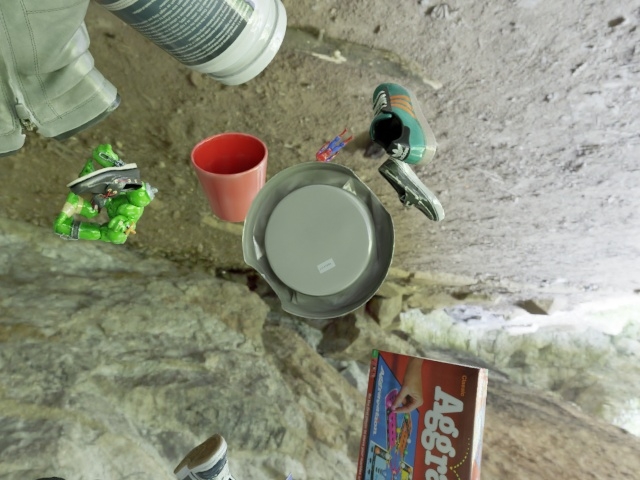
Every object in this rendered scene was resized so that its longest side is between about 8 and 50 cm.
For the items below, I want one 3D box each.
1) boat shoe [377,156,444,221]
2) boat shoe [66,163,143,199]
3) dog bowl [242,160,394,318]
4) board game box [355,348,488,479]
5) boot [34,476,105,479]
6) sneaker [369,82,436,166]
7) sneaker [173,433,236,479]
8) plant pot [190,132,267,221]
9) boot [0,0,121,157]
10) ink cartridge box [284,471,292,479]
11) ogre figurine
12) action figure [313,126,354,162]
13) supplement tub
[{"bbox_3d":[0.236,-0.124,1.198,0.219,0.070,0.078,48,169,-6],"label":"boat shoe"},{"bbox_3d":[-0.306,-0.083,0.658,0.048,0.042,0.133,-18,-171,18],"label":"boat shoe"},{"bbox_3d":[0.000,0.000,1.046,0.348,0.349,0.102,3,180,13],"label":"dog bowl"},{"bbox_3d":[0.105,0.277,0.516,0.145,0.282,0.027,-1,166,41],"label":"board game box"},{"bbox_3d":[-0.633,0.703,0.880,0.366,0.446,0.146,11,144,-7],"label":"boot"},{"bbox_3d":[0.172,-0.301,1.107,0.120,0.302,0.108,6,133,-25],"label":"sneaker"},{"bbox_3d":[-0.256,0.577,1.117,0.153,0.099,0.282,46,137,1],"label":"sneaker"},{"bbox_3d":[-0.319,-0.219,1.657,0.274,0.275,0.243,5,134,4],"label":"plant pot"},{"bbox_3d":[-0.189,-0.165,0.334,0.246,0.084,0.161,-25,147,-9],"label":"boot"},{"bbox_3d":[-0.029,0.593,0.715,0.069,0.372,0.175,-10,-179,18],"label":"ink cartridge box"},{"bbox_3d":[-0.362,-0.064,0.773,0.118,0.197,0.097,26,-169,-32],"label":"ogre figurine"},{"bbox_3d":[0.026,-0.214,1.063,0.115,0.030,0.038,-38,106,20],"label":"action figure"},{"bbox_3d":[-0.193,-0.366,0.646,0.191,0.191,0.272,-1,165,32],"label":"supplement tub"}]
